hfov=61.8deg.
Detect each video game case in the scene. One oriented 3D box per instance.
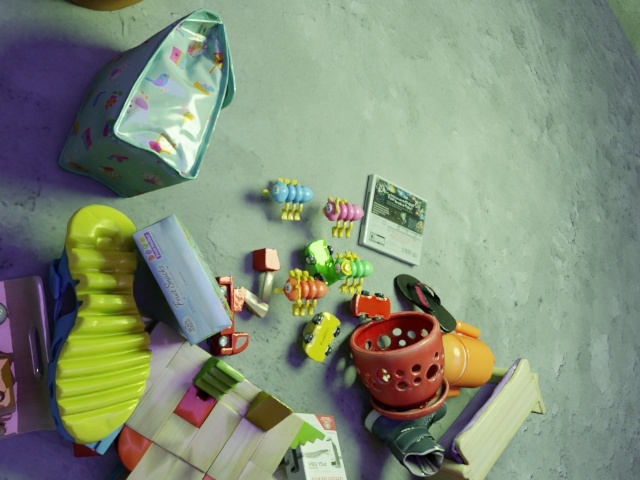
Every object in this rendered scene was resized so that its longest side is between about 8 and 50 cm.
[{"bbox_3d":[0.177,-0.046,1.275,0.191,0.022,0.173,21,72,-34],"label":"video game case"}]

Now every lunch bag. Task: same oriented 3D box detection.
[{"bbox_3d":[-0.255,-0.213,0.819,0.160,0.224,0.262,32,63,-38],"label":"lunch bag"}]

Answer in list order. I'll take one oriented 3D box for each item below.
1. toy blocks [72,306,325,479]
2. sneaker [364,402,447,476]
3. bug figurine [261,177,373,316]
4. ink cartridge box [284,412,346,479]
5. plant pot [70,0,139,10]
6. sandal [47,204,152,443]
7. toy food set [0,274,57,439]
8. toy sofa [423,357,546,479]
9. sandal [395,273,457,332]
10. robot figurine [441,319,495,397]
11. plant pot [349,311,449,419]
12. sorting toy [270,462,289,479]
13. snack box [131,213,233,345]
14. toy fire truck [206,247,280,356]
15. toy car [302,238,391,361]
[{"bbox_3d":[-0.218,0.310,0.824,0.381,0.191,0.260,40,70,-17],"label":"toy blocks"},{"bbox_3d":[0.228,0.420,1.153,0.226,0.163,0.086,-1,113,-35],"label":"sneaker"},{"bbox_3d":[0.000,0.000,1.034,0.217,0.072,0.278,-1,75,-30],"label":"bug figurine"},{"bbox_3d":[-0.014,0.400,0.999,0.099,0.056,0.135,18,43,-37],"label":"ink cartridge box"},{"bbox_3d":[-0.326,-0.487,0.811,0.291,0.204,0.290,7,79,-38],"label":"plant pot"},{"bbox_3d":[-0.319,0.117,0.747,0.126,0.138,0.317,15,60,-41],"label":"sandal"},{"bbox_3d":[-0.496,0.172,0.654,0.306,0.092,0.219,-8,89,-39],"label":"toy food set"},{"bbox_3d":[0.383,0.435,1.290,0.363,0.150,0.177,-34,108,-36],"label":"toy sofa"},{"bbox_3d":[0.252,0.137,1.247,0.179,0.040,0.067,44,51,16],"label":"sandal"},{"bbox_3d":[0.323,0.285,1.280,0.220,0.158,0.128,16,37,-37],"label":"robot figurine"},{"bbox_3d":[0.169,0.264,1.125,0.191,0.191,0.174,-26,110,-38],"label":"plant pot"},{"bbox_3d":[-0.072,0.463,0.993,0.083,0.045,0.075,-2,98,-49],"label":"sorting toy"},{"bbox_3d":[-0.201,0.060,0.815,0.070,0.207,0.174,-28,89,-11],"label":"snack box"},{"bbox_3d":[-0.139,0.110,0.980,0.135,0.047,0.191,2,83,-38],"label":"toy fire truck"},{"bbox_3d":[0.022,0.105,1.105,0.239,0.053,0.224,-26,98,-34],"label":"toy car"}]
